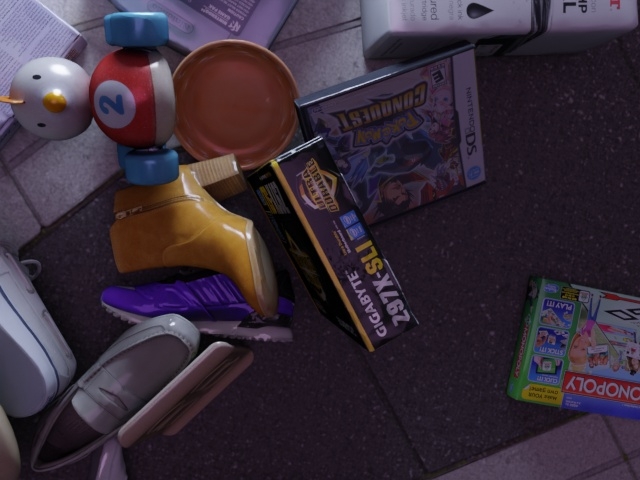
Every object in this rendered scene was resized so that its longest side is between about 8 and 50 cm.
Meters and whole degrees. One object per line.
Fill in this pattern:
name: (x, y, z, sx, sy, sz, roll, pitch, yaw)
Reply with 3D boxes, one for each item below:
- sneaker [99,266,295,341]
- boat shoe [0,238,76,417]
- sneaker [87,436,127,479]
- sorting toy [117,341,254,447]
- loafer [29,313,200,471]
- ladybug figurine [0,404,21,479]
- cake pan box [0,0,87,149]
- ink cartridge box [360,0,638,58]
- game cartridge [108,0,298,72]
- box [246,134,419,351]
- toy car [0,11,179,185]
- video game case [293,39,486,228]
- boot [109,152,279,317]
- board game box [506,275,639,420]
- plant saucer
sneaker: (-0.180, 0.071, 1.009, 0.293, 0.102, 0.146, 9, 83, -12)
boat shoe: (-0.464, 0.063, 0.932, 0.136, 0.156, 0.367, -35, 93, 13)
sneaker: (-0.312, 0.396, 1.015, 0.094, 0.080, 0.212, 7, 98, -22)
sorting toy: (-0.191, 0.217, 0.962, 0.193, 0.208, 0.038, -43, 77, -5)
loafer: (-0.293, 0.223, 0.929, 0.112, 0.111, 0.319, 42, 110, -17)
ladybug figurine: (-0.567, 0.184, 0.836, 0.449, 0.305, 0.162, 50, 46, -2)
cake pan box: (-0.518, -0.268, 0.944, 0.246, 0.070, 0.267, 37, 86, -8)
ink cartridge box: (0.266, -0.444, 1.020, 0.395, 0.166, 0.285, -5, 94, -10)
game cartridge: (-0.195, -0.389, 1.002, 0.297, 0.062, 0.198, 31, 91, -10)
box: (0.000, 0.000, 0.917, 0.079, 0.322, 0.257, -27, 97, -9)
toy car: (-0.326, -0.190, 0.887, 0.238, 0.210, 0.219, -8, 109, -20)
video game case: (0.119, -0.145, 1.011, 0.275, 0.035, 0.248, -21, 128, -7)
boot: (-0.188, 0.015, 0.943, 0.211, 0.104, 0.295, -22, 57, 2)
board game box: (0.499, 0.195, 1.152, 0.317, 0.046, 0.213, 11, 90, -10)
plant saucer: (-0.130, -0.205, 1.000, 0.200, 0.037, 0.200, -2, 114, -5)
